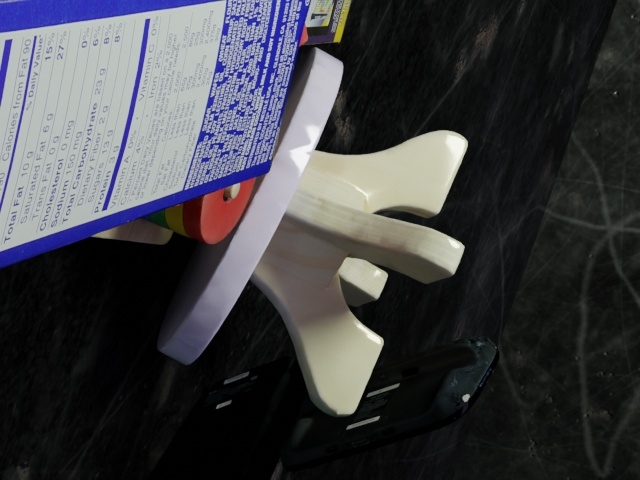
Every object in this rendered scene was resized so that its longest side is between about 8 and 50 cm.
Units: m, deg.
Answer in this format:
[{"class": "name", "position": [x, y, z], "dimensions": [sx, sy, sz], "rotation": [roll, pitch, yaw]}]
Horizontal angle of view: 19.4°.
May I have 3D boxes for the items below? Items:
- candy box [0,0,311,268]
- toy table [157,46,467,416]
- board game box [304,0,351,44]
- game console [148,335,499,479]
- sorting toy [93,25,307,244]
[{"class": "candy box", "position": [-0.188, -0.091, 0.794], "dimensions": [0.317, 0.268, 0.122], "rotation": [-23, 128, -65]}, {"class": "toy table", "position": [0.000, 0.000, 1.503], "dimensions": [0.274, 0.161, 0.252], "rotation": [-63, -169, -3]}, {"class": "board game box", "position": [-0.005, -0.244, 1.499], "dimensions": [0.141, 0.048, 0.170], "rotation": [-20, 128, -69]}, {"class": "game console", "position": [-0.011, 0.167, 1.552], "dimensions": [0.044, 0.361, 0.213], "rotation": [49, 41, -23]}, {"class": "sorting toy", "position": [-0.096, -0.115, 1.313], "dimensions": [0.257, 0.089, 0.255], "rotation": [-71, 162, 4]}]
